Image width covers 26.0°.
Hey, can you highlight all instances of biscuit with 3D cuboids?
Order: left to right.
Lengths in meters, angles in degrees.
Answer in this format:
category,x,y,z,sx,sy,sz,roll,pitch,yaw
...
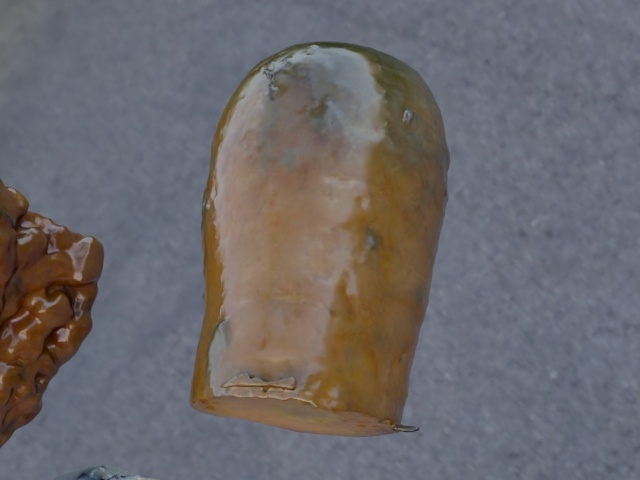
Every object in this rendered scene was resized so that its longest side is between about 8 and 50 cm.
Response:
category,x,y,z,sx,sy,sz,roll,pitch,yaw
biscuit,-0.387,0.079,1.426,0.110,0.312,0.318,30,81,44

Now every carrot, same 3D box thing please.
category,x,y,z,sx,sy,sz,roll,pitch,yaw
carrot,0.000,0.000,1.232,0.224,0.224,0.341,-10,66,41

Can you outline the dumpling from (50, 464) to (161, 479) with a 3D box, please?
category,x,y,z,sx,sy,sz,roll,pitch,yaw
dumpling,-0.211,0.291,1.341,0.176,0.150,0.092,-47,25,-7
